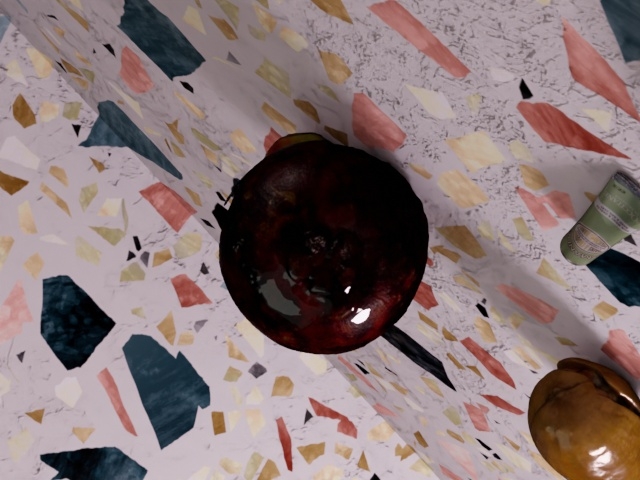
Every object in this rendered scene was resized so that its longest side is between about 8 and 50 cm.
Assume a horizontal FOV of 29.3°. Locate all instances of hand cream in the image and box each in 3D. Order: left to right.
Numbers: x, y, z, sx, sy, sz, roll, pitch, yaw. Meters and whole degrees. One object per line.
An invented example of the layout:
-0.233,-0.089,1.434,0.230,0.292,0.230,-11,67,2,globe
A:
0.410,-0.023,1.773,0.086,0.055,0.235,38,154,3,hand cream

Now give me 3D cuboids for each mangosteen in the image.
0.012,-0.010,2.174,0.381,0.421,0.381,6,123,10,mangosteen

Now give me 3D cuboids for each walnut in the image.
0.493,0.352,2.207,0.209,0.209,0.336,19,152,50,walnut
